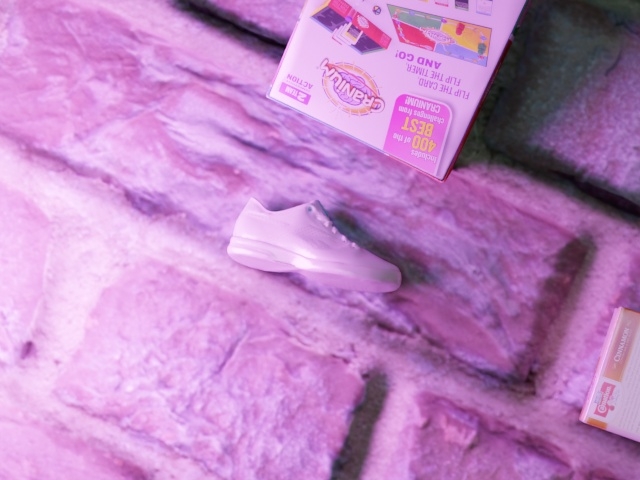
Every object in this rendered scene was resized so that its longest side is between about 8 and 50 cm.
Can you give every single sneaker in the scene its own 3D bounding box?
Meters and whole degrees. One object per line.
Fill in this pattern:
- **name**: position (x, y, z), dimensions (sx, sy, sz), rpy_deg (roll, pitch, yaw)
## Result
- **sneaker**: position (0.000, 0.000, 1.857), dimensions (0.212, 0.080, 0.094), rpy_deg (14, 74, 7)

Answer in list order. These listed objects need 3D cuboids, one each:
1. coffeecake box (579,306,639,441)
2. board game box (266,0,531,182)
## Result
- **coffeecake box**: position (0.411, 0.173, 1.806), dimensions (0.185, 0.068, 0.142), rpy_deg (19, 87, 6)
- **board game box**: position (0.105, -0.261, 1.812), dimensions (0.242, 0.064, 0.316), rpy_deg (27, 112, 6)
